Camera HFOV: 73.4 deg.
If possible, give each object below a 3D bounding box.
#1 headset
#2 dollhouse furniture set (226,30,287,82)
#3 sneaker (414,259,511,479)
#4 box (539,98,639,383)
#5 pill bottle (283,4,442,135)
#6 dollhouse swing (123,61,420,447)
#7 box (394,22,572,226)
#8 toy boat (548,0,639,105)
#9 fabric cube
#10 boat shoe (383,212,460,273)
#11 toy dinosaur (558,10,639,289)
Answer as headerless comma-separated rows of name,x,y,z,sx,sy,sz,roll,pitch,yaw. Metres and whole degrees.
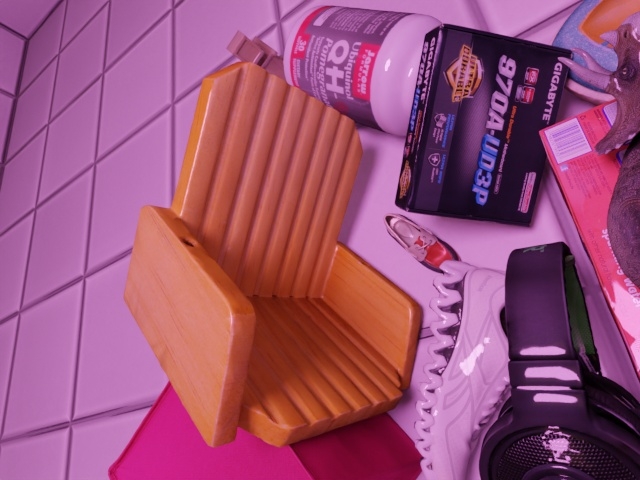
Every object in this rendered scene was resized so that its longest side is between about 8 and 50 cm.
headset,0.260,0.193,0.382,0.185,0.243,0.395,-11,74,34
dollhouse furniture set,-0.089,-0.411,0.875,0.161,0.182,0.101,-51,52,12
sneaker,0.189,0.169,0.531,0.118,0.110,0.292,5,78,28
box,0.357,0.005,0.432,0.154,0.142,0.300,-23,62,28
pill bottle,0.100,-0.271,0.693,0.318,0.176,0.176,31,94,39
dollhouse swing,0.000,0.000,0.538,0.315,0.346,0.305,39,107,38
box,0.200,-0.136,0.543,0.051,0.175,0.221,-124,42,-74
toy boat,0.406,-0.311,0.501,0.267,0.148,0.319,-5,72,35
fabric cube,-0.068,0.299,0.572,0.259,0.258,0.254,41,101,38
boat shoe,0.150,0.002,0.650,0.049,0.043,0.137,-52,54,8
toy dinosaur,0.301,-0.029,0.340,0.160,0.121,0.314,-8,74,45
